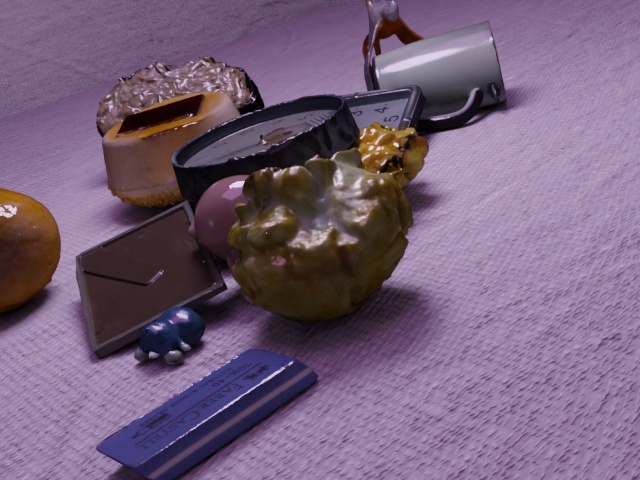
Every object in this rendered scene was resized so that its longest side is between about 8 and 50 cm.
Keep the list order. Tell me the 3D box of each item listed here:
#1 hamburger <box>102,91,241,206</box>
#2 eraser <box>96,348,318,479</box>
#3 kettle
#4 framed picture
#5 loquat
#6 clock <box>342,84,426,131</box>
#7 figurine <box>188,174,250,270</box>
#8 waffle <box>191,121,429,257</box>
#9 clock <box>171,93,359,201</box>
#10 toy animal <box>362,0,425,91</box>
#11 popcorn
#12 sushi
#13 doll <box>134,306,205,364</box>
[{"bbox_3d":[-0.263,-0.162,1.704,0.302,0.170,0.302,-15,23,7],"label":"hamburger"},{"bbox_3d":[-0.107,0.170,0.902,0.225,0.036,0.082,-29,23,-35],"label":"eraser"},{"bbox_3d":[0.234,-0.310,1.804,0.255,0.165,0.240,-11,49,9],"label":"kettle"},{"bbox_3d":[-0.239,0.042,1.232,0.189,0.023,0.260,-29,32,-5],"label":"framed picture"},{"bbox_3d":[-0.504,0.017,1.355,0.238,0.193,0.238,10,17,-3],"label":"loquat"},{"bbox_3d":[0.046,-0.189,1.680,0.279,0.049,0.273,-5,36,23],"label":"clock"},{"bbox_3d":[-0.103,-0.026,1.187,0.125,0.125,0.138,-22,19,-22],"label":"figurine"},{"bbox_3d":[-0.024,-0.080,1.416,0.382,0.095,0.379,-6,26,28],"label":"waffle"},{"bbox_3d":[-0.091,-0.155,1.467,0.313,0.061,0.312,-17,20,6],"label":"clock"},{"bbox_3d":[0.155,-0.490,2.134,0.225,0.302,0.284,-21,26,-9],"label":"toy animal"},{"bbox_3d":[0.000,0.000,1.063,0.221,0.183,0.204,-25,-18,-28],"label":"popcorn"},{"bbox_3d":[-0.292,-0.271,1.941,0.350,0.171,0.211,-7,52,6],"label":"sushi"},{"bbox_3d":[-0.175,0.112,1.086,0.076,0.050,0.083,6,26,34],"label":"doll"}]
